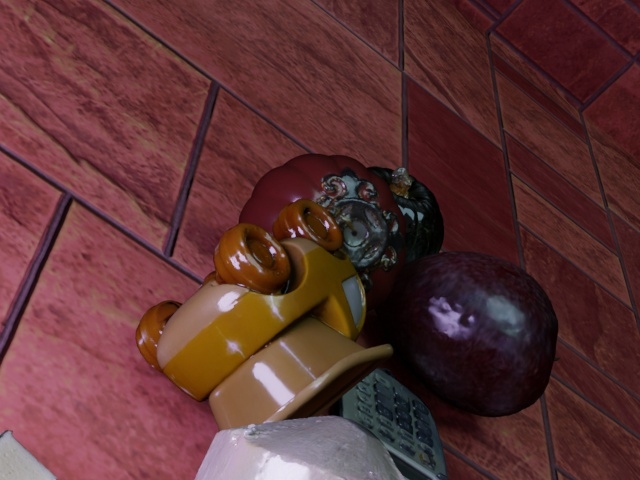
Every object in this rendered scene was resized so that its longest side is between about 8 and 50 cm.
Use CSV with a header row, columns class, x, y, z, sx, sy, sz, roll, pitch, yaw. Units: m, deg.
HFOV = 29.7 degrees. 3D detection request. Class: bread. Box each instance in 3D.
class,x,y,z,sx,sy,sz,roll,pitch,yaw
bread,-0.284,0.223,1.024,0.068,0.028,0.154,43,26,-4

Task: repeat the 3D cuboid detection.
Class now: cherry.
class,x,y,z,sx,sy,sz,roll,pitch,yaw
cherry,0.208,0.122,1.670,0.300,0.203,0.230,25,38,-10

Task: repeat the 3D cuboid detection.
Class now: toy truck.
class,x,y,z,sx,sy,sz,roll,pitch,yaw
toy truck,-0.058,0.100,1.318,0.211,0.204,0.288,52,27,8

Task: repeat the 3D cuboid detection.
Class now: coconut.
class,x,y,z,sx,sy,sz,roll,pitch,yaw
coconut,-0.017,0.273,1.079,0.239,0.239,0.244,33,66,-22

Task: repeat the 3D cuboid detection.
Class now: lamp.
class,x,y,z,sx,sy,sz,roll,pitch,yaw
lamp,0.000,0.000,1.553,0.227,0.227,0.227,33,29,-22

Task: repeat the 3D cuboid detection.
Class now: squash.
class,x,y,z,sx,sy,sz,roll,pitch,yaw
squash,0.097,-0.028,1.775,0.193,0.156,0.193,37,3,-3

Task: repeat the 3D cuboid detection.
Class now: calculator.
class,x,y,z,sx,sy,sz,roll,pitch,yaw
calculator,0.087,0.243,1.501,0.177,0.040,0.268,36,28,-18
